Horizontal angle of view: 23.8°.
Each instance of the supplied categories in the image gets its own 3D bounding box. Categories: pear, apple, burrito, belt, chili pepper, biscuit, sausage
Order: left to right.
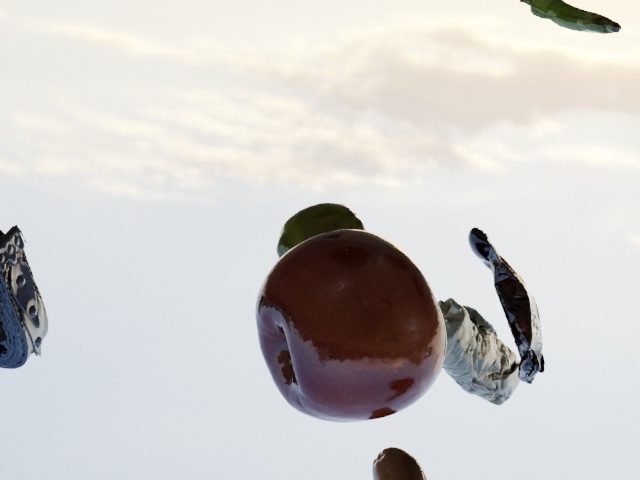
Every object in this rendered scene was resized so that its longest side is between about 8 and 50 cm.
[{"bbox_3d":[-0.513,0.099,2.381,0.122,0.218,0.128,-8,-155,20],"label":"belt"},{"bbox_3d":[0.000,0.000,2.150,0.131,0.107,0.107,-35,-143,-20],"label":"pear"},{"bbox_3d":[0.037,0.114,2.005,0.216,0.260,0.260,-21,-152,-20],"label":"apple"},{"bbox_3d":[0.140,0.427,2.256,0.086,0.086,0.289,1,-141,-17],"label":"sausage"},{"bbox_3d":[0.249,0.182,2.439,0.076,0.117,0.392,17,170,28],"label":"burrito"},{"bbox_3d":[0.289,0.100,2.274,0.063,0.235,0.151,-20,161,12],"label":"biscuit"},{"bbox_3d":[0.380,-0.328,2.239,0.043,0.049,0.208,-39,-141,-19],"label":"chili pepper"}]
